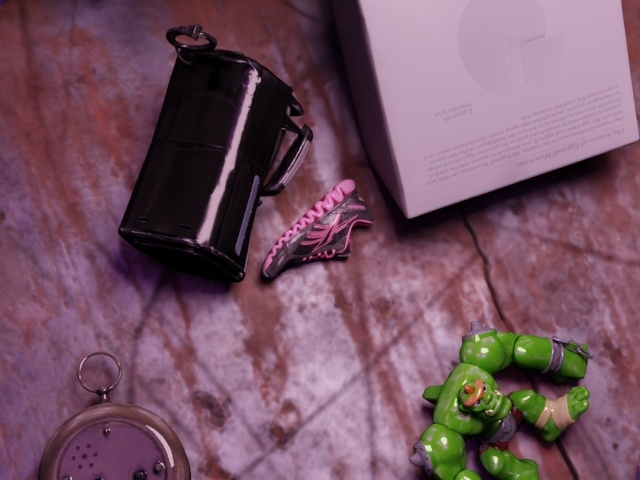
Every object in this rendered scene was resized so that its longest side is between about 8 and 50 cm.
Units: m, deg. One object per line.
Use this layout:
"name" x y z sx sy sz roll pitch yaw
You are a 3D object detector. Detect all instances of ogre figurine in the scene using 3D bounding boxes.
"ogre figurine" 0.151 0.159 1.489 0.118 0.097 0.197 30 91 -12

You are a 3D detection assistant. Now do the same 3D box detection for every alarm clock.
"alarm clock" -0.181 0.187 1.486 0.129 0.064 0.192 -10 73 -4

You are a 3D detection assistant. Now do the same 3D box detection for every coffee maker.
"coffee maker" -0.107 -0.070 1.502 0.171 0.120 0.178 30 70 -40

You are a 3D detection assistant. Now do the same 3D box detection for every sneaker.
"sneaker" 0.000 0.000 1.551 0.119 0.047 0.057 -42 92 -10

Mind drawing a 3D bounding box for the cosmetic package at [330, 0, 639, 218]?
"cosmetic package" 0.139 -0.172 1.493 0.224 0.225 0.138 -18 32 -7

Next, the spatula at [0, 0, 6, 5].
"spatula" -0.211 -0.263 1.514 0.296 0.030 0.084 -6 67 44

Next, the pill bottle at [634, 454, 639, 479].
"pill bottle" 0.323 0.235 1.453 0.124 0.124 0.222 13 74 2
